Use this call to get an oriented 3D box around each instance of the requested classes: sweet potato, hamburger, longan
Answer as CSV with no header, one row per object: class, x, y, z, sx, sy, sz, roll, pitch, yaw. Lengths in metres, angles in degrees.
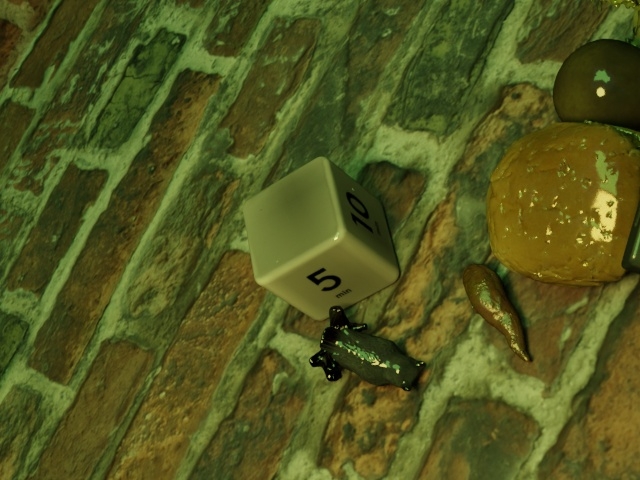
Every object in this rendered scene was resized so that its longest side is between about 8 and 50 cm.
sweet potato,0.280,0.106,1.884,0.068,0.068,0.226,-39,48,14
hamburger,0.387,-0.056,1.800,0.283,0.145,0.259,-8,87,48
longan,0.464,-0.240,1.863,0.189,0.189,0.189,-19,55,29

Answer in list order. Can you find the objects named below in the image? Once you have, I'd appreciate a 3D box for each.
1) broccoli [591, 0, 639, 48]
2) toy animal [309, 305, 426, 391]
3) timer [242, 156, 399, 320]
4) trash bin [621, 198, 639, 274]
broccoli,0.587,-0.428,1.853,0.280,0.348,0.293,-66,-5,31
toy animal,0.078,0.184,1.965,0.210,0.117,0.121,11,66,44
timer,0.000,0.000,2.075,0.194,0.195,0.192,-29,51,21
trash bin,0.561,-0.004,1.627,0.236,0.101,0.176,17,86,7
